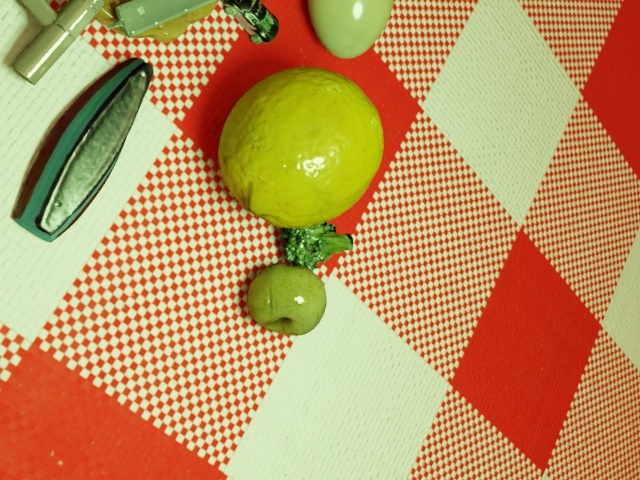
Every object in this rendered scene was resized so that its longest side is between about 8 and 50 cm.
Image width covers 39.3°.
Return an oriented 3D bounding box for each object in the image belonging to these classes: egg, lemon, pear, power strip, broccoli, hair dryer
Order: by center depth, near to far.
[{"bbox_3d":[-0.513,-0.406,1.520,0.220,0.054,0.195,40,80,-18],"label":"hair dryer"},{"bbox_3d":[-0.293,-0.435,1.660,0.253,0.027,0.060,-34,113,-33],"label":"power strip"},{"bbox_3d":[-0.039,-0.185,1.775,0.336,0.336,0.335,0,90,-41],"label":"lemon"},{"bbox_3d":[-0.068,0.119,1.844,0.167,0.167,0.136,33,57,-36],"label":"pear"},{"bbox_3d":[0.000,0.000,1.899,0.167,0.160,0.154,65,33,-42],"label":"broccoli"},{"bbox_3d":[0.064,-0.521,1.935,0.189,0.189,0.253,3,98,-41],"label":"egg"}]

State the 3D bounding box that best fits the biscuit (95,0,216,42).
[{"bbox_3d":[-0.323,-0.538,1.686,0.351,0.057,0.312,-45,118,-29],"label":"biscuit"}]

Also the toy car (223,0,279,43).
[{"bbox_3d":[-0.140,-0.470,1.847,0.142,0.055,0.069,43,60,-34],"label":"toy car"}]

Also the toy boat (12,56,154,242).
[{"bbox_3d":[-0.408,-0.178,1.609,0.136,0.079,0.392,41,67,-35],"label":"toy boat"}]
